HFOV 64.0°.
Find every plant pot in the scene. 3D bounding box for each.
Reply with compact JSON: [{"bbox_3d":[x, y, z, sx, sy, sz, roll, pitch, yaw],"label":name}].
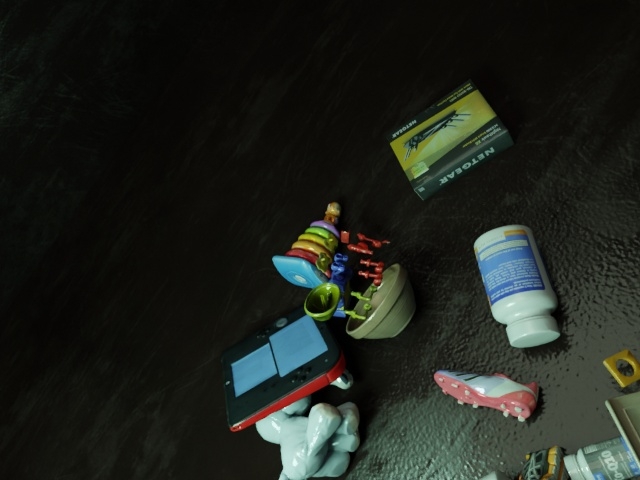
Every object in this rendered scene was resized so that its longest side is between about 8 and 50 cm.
[{"bbox_3d":[0.183,0.188,1.406,0.110,0.237,0.237,38,96,-5],"label":"plant pot"}]

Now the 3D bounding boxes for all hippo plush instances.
[{"bbox_3d":[-0.052,0.515,1.373,0.237,0.234,0.294,27,77,44],"label":"hippo plush"}]

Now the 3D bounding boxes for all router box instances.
[{"bbox_3d":[0.383,-0.305,1.554,0.309,0.081,0.242,-33,53,18],"label":"router box"}]

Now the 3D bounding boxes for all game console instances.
[{"bbox_3d":[-0.120,0.335,1.448,0.342,0.060,0.386,-25,21,-5],"label":"game console"}]

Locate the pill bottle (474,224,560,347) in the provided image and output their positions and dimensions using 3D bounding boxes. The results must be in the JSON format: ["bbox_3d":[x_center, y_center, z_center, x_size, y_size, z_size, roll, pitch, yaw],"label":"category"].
[{"bbox_3d":[0.478,0.112,1.241,0.152,0.152,0.272,-21,57,25],"label":"pill bottle"}]

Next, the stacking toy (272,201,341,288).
[{"bbox_3d":[0.000,0.000,1.651,0.166,0.175,0.301,4,57,42],"label":"stacking toy"}]

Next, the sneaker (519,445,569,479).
[{"bbox_3d":[0.452,0.513,1.060,0.083,0.215,0.084,-24,92,39],"label":"sneaker"}]

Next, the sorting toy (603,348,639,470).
[{"bbox_3d":[0.683,0.382,1.004,0.196,0.047,0.347,-11,57,-5],"label":"sorting toy"}]

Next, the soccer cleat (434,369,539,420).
[{"bbox_3d":[0.398,0.355,1.240,0.248,0.083,0.095,9,44,42],"label":"soccer cleat"}]

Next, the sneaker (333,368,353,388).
[{"bbox_3d":[-0.018,0.409,1.483,0.235,0.094,0.153,24,85,40],"label":"sneaker"}]

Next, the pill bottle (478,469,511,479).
[{"bbox_3d":[0.277,0.658,1.083,0.361,0.204,0.204,-39,52,14],"label":"pill bottle"}]

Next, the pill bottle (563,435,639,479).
[{"bbox_3d":[0.581,0.457,1.050,0.137,0.078,0.078,-29,54,21],"label":"pill bottle"}]

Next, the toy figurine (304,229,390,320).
[{"bbox_3d":[0.075,0.163,1.477,0.191,0.217,0.362,9,39,9],"label":"toy figurine"}]
